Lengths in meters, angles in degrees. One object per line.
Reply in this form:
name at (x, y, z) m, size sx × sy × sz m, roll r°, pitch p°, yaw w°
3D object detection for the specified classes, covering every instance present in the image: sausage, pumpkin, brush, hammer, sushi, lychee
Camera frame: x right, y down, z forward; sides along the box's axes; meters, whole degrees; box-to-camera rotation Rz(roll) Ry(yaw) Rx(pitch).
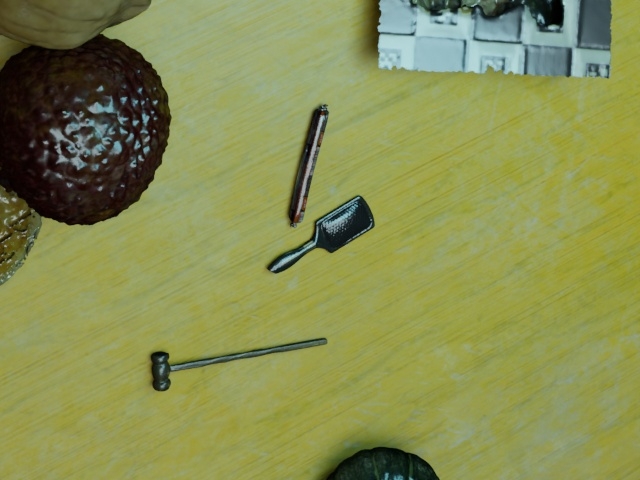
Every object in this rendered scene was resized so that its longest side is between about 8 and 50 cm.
sausage at (-0.018, -0.115, 1.922) m, size 0.028 × 0.025 × 0.198 m, roll 0°, pitch 107°, yaw -54°
pumpkin at (0.101, 0.437, 2.046) m, size 0.211 × 0.152 × 0.212 m, roll -2°, pitch 123°, yaw -2°
brush at (0.000, 0.000, 1.963) m, size 0.193 × 0.016 × 0.063 m, roll -32°, pitch 112°, yaw -12°
hammer at (-0.124, 0.183, 1.960) m, size 0.292 × 0.029 × 0.058 m, roll -8°, pitch 108°, yaw -22°
sushi at (0.259, -0.400, 1.929) m, size 0.372 × 0.100 × 0.296 m, roll -1°, pitch 95°, yaw -11°
lychee at (-0.321, -0.149, 1.669) m, size 0.260 × 0.260 × 0.261 m, roll -6°, pitch 106°, yaw -20°

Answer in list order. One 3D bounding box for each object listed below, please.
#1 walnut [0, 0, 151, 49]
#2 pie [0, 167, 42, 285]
walnut at (-0.356, -0.398, 1.562) m, size 0.344 × 0.306 × 0.306 m, roll 37°, pitch 88°, yaw -11°
pie at (-0.522, -0.034, 1.728) m, size 0.274 × 0.055 × 0.274 m, roll -7°, pitch 112°, yaw -19°
